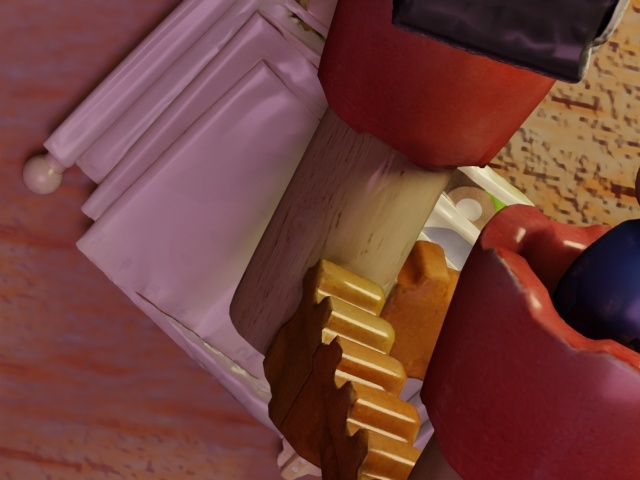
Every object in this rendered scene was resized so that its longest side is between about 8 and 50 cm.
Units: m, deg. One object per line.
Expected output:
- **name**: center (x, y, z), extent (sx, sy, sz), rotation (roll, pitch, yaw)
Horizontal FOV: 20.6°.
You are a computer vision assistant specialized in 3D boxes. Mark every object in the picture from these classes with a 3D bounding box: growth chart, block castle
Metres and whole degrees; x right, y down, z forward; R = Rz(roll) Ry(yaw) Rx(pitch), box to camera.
- **growth chart**: center (0.000, 0.000, 0.715), extent (0.172, 0.021, 0.237), rotation (-35, 114, 10)
- **block castle**: center (0.209, 0.065, 0.604), extent (0.453, 0.303, 0.213), rotation (21, 114, -17)

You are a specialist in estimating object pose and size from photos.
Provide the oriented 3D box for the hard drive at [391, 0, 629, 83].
- **hard drive**: center (0.103, -0.239, 0.475), extent (0.064, 0.237, 0.339), rotation (16, 118, -5)
